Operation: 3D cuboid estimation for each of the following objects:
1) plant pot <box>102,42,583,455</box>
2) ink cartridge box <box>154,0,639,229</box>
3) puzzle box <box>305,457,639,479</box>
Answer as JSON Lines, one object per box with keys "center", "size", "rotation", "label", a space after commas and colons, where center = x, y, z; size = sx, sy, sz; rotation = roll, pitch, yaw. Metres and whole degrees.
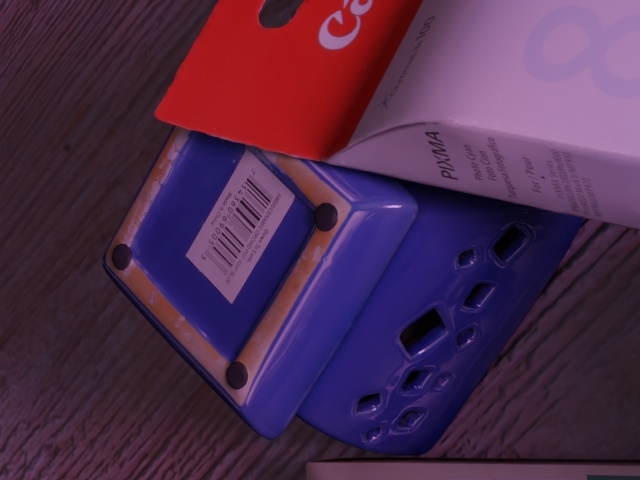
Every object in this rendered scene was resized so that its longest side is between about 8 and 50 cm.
{"center": [0.000, 0.000, 1.392], "size": [0.236, 0.212, 0.236], "rotation": [45, 115, 32], "label": "plant pot"}
{"center": [0.106, -0.182, 1.257], "size": [0.385, 0.091, 0.308], "rotation": [14, 62, 26], "label": "ink cartridge box"}
{"center": [0.167, 0.285, 1.342], "size": [0.409, 0.052, 0.272], "rotation": [-4, 87, 38], "label": "puzzle box"}
